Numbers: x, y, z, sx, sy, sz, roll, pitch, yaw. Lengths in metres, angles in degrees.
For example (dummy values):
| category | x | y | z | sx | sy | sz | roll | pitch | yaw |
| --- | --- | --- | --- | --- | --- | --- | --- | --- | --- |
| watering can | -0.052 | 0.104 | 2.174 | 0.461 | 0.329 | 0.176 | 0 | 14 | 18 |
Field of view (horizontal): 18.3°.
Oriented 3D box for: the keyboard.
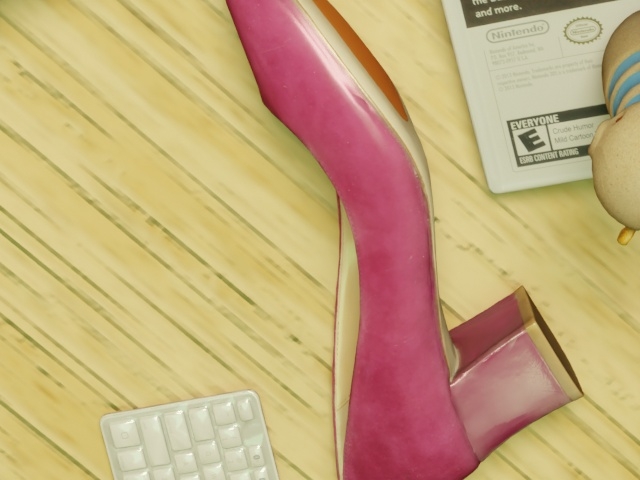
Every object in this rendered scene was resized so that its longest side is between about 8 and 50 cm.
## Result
| category | x | y | z | sx | sy | sz | roll | pitch | yaw |
| --- | --- | --- | --- | --- | --- | --- | --- | --- | --- |
| keyboard | -0.034 | 0.189 | 0.897 | 0.072 | 0.014 | 0.256 | -12 | 106 | 3 |

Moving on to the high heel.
| category | x | y | z | sx | sy | sz | roll | pitch | yaw |
| --- | --- | --- | --- | --- | --- | --- | --- | --- | --- |
| high heel | 0.000 | 0.000 | 0.812 | 0.117 | 0.082 | 0.244 | -31 | 112 | 10 |

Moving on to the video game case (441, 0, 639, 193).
| category | x | y | z | sx | sy | sz | roll | pitch | yaw |
| --- | --- | --- | --- | --- | --- | --- | --- | --- | --- |
| video game case | 0.140 | -0.111 | 0.772 | 0.190 | 0.022 | 0.173 | -9 | 118 | 15 |

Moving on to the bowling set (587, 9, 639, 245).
| category | x | y | z | sx | sy | sz | roll | pitch | yaw |
| --- | --- | --- | --- | --- | --- | --- | --- | --- | --- |
| bowling set | 0.145 | -0.064 | 0.694 | 0.200 | 0.154 | 0.287 | 20 | 120 | -2 |
